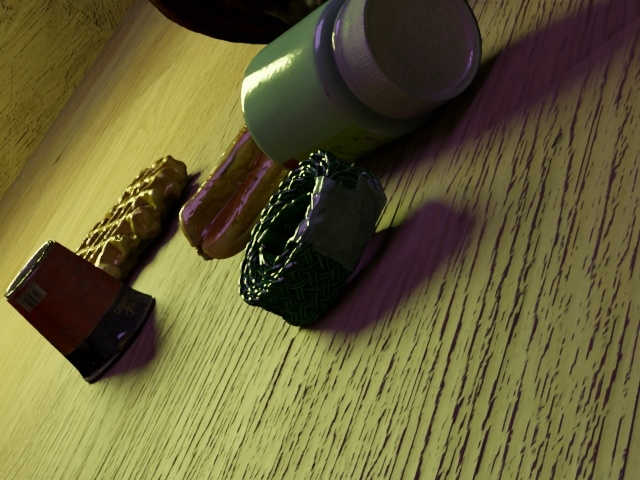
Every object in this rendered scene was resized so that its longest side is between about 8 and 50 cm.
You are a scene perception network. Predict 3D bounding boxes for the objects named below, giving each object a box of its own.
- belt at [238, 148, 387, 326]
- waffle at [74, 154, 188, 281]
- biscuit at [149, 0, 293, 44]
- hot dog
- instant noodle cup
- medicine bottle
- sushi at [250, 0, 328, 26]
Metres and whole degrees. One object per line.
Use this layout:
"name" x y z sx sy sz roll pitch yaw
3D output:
"belt" 0.000 0.000 1.337 0.151 0.079 0.121 -57 22 20
"waffle" -0.272 0.001 2.144 0.253 0.056 0.249 -43 17 32
"biscuit" -0.072 -0.437 1.957 0.407 0.407 0.091 -55 27 -15
"hot dog" -0.047 -0.081 1.656 0.102 0.076 0.249 23 72 36
"instant noodle cup" -0.281 0.073 1.842 0.127 0.135 0.127 -47 14 16
"medicine bottle" 0.033 -0.149 1.456 0.225 0.139 0.139 -26 29 58
"sushi" 0.040 -0.403 1.767 0.294 0.281 0.299 -26 21 45
